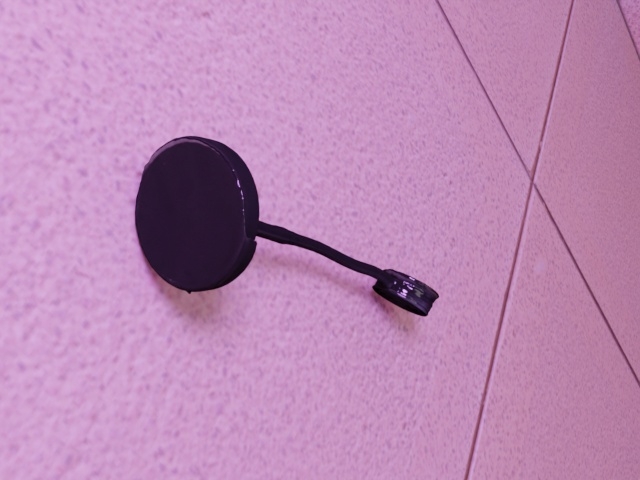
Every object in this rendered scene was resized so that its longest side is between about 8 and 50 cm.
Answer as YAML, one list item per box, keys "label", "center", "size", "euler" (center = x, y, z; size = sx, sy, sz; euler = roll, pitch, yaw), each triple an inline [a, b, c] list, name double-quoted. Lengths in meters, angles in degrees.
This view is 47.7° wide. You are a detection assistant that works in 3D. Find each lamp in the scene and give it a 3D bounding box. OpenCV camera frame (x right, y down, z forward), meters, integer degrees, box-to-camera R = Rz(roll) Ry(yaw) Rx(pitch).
- label: "lamp"
  center: [-0.016, 0.034, 0.652]
  size: [0.371, 0.130, 0.108]
  euler: [37, 74, -57]
